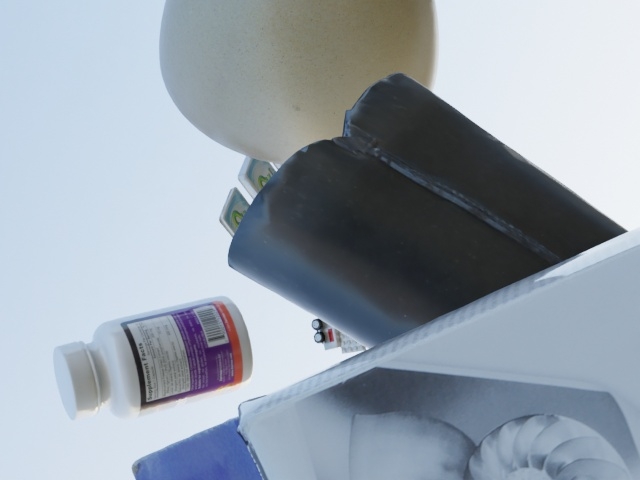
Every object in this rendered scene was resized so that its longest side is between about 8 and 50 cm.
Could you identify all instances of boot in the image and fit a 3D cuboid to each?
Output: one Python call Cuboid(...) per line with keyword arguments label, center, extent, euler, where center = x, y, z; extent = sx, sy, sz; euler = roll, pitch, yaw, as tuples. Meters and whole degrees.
Cuboid(label="boot", center=(0.119, 0.100, 0.725), extent=(0.445, 0.146, 0.367), euler=(38, -135, 16))

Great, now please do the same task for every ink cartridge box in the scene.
Cuboid(label="ink cartridge box", center=(0.067, 0.132, 0.356), extent=(0.223, 0.224, 0.045), euler=(64, -164, 2))

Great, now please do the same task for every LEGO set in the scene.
Cuboid(label="LEGO set", center=(0.000, 0.000, 1.193), extent=(0.244, 0.060, 0.182), euler=(55, -145, -30))

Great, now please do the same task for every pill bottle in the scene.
Cuboid(label="pill bottle", center=(-0.179, 0.129, 1.205), extent=(0.193, 0.108, 0.108), euler=(-12, -89, -24))

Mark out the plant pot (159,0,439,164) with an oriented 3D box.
Cuboid(label="plant pot", center=(-0.016, -0.241, 1.079), extent=(0.191, 0.284, 0.284), euler=(96, -171, -57))
